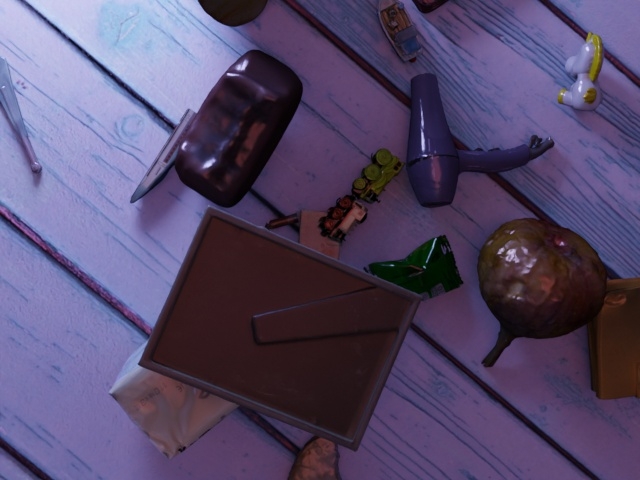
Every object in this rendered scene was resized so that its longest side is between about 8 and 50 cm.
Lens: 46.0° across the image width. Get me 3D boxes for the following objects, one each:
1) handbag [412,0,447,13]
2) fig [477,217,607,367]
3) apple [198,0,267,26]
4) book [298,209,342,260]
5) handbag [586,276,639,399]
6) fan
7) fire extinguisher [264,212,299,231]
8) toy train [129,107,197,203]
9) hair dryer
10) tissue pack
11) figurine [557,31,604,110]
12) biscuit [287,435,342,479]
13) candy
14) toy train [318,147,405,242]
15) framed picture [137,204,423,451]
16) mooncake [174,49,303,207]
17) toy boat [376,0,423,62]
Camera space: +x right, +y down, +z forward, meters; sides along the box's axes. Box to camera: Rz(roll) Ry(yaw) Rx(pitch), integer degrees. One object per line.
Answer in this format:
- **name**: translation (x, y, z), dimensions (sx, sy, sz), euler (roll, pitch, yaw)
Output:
- **handbag**: translation (0.259, -0.658, 1.738), dimensions (0.203, 0.074, 0.216), euler (-36, 90, -3)
- **fig**: translation (0.448, 0.138, 1.694), dimensions (0.286, 0.286, 0.368), euler (29, 119, -3)
- **apple**: translation (-0.148, -0.634, 1.573), dimensions (0.295, 0.365, 0.328), euler (3, 93, 15)
- **book**: translation (0.000, 0.000, 1.744), dimensions (0.103, 0.017, 0.135), euler (5, 89, -3)
- **handbag**: translation (0.814, 0.220, 1.738), dimensions (0.401, 0.133, 0.283), euler (-6, 95, -3)
- **fan**: translation (-0.688, -0.285, 1.707), dimensions (0.057, 0.023, 0.282), euler (-24, 91, -12)
- **fire extinguisher**: translation (-0.091, -0.040, 1.738), dimensions (0.083, 0.022, 0.028), euler (-16, 121, -3)
- **toy train**: translation (-0.349, -0.182, 1.711), dimensions (0.048, 0.055, 0.252), euler (33, 88, -12)
- **hair dryer**: translation (0.368, -0.231, 1.742), dimensions (0.361, 0.121, 0.301), euler (-2, 81, -12)
- **tissue pack**: translation (-0.207, 0.220, 1.577), dimensions (0.405, 0.332, 0.205), euler (-39, 96, -3)
- **figurine**: translation (0.611, -0.385, 1.725), dimensions (0.109, 0.129, 0.178), euler (7, 90, 0)
- **biscuit**: translation (-0.009, 0.585, 1.729), dimensions (0.141, 0.038, 0.289), euler (-9, 90, -3)
- **candy**: translation (0.218, 0.081, 1.729), dimensions (0.203, 0.078, 0.141), euler (-26, 91, 2)
- **toy train**: translation (0.092, -0.101, 1.723), dimensions (0.085, 0.053, 0.249), euler (39, 82, -2)
- **framed picture**: translation (-0.070, 0.166, 1.410), dimensions (0.446, 0.028, 0.326), euler (24, 89, -7)
- **mooncake**: translation (-0.184, -0.228, 1.595), dimensions (0.174, 0.334, 0.326), euler (34, 128, -1)
- **toy boat**: translation (0.180, -0.493, 1.738), dimensions (0.069, 0.059, 0.173), euler (-26, 91, -3)
